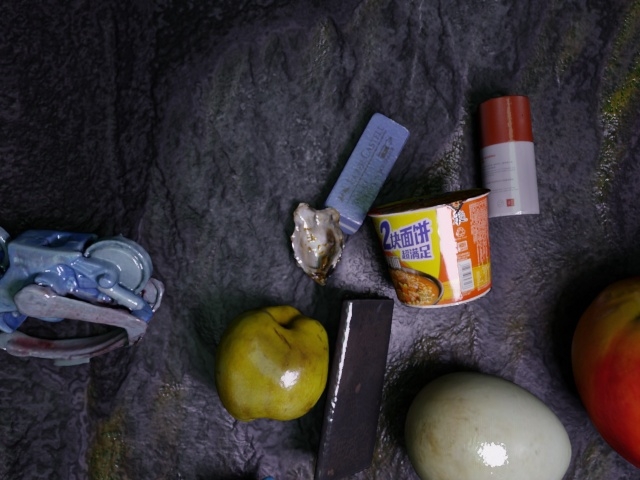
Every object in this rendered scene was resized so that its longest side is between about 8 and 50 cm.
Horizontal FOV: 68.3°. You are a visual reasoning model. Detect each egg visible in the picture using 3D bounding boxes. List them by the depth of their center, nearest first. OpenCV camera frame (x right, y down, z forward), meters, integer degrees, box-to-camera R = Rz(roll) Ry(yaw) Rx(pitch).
[{"bbox_3d":[0.286,0.339,0.802,0.295,0.218,0.218,13,87,-17],"label":"egg"}]

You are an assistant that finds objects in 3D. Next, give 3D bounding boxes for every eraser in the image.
[{"bbox_3d":[0.080,-0.124,0.887,0.082,0.036,0.225,29,86,-5],"label":"eraser"}]

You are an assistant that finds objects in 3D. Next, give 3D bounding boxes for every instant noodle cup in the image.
[{"bbox_3d":[0.199,0.013,0.816,0.213,0.213,0.174,-13,97,-5],"label":"instant noodle cup"}]

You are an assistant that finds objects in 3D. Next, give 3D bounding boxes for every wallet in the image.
[{"bbox_3d":[0.060,0.255,0.829,0.044,0.170,0.321,9,89,36],"label":"wallet"}]

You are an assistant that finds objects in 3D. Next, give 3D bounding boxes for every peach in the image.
[{"bbox_3d":[0.625,0.228,0.761,0.388,0.388,0.388,0,88,-4],"label":"peach"}]

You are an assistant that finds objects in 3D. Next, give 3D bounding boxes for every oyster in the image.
[{"bbox_3d":[-0.004,0.008,0.869,0.103,0.051,0.148,6,87,14],"label":"oyster"}]

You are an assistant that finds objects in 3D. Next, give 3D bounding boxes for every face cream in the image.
[{"bbox_3d":[0.347,-0.150,0.877,0.096,0.096,0.214,-4,88,-4],"label":"face cream"}]

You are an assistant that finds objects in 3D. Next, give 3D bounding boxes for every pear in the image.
[{"bbox_3d":[-0.080,0.208,0.790,0.200,0.200,0.200,0,88,-4],"label":"pear"}]

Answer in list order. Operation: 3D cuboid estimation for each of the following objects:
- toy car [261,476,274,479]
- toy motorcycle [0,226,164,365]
[{"bbox_3d":[-0.091,0.505,0.786,0.255,0.188,0.190,26,63,-7],"label":"toy car"},{"bbox_3d":[-0.434,0.095,0.768,0.319,0.182,0.241,8,88,-5],"label":"toy motorcycle"}]
